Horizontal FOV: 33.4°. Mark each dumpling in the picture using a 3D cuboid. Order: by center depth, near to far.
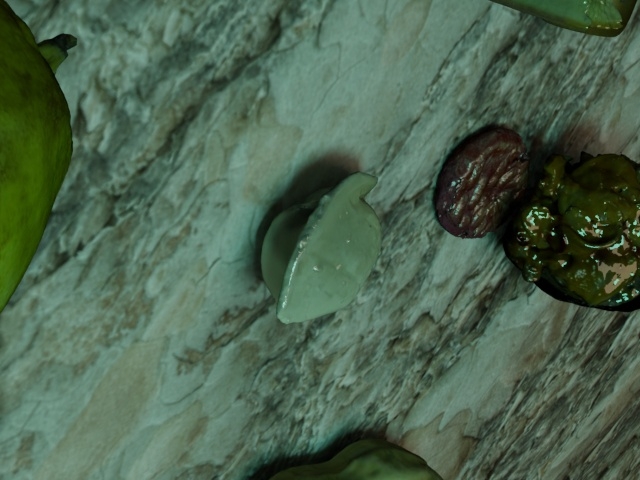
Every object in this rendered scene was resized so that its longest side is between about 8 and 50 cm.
[{"bbox_3d":[0.001,0.000,1.106,0.176,0.092,0.150,-24,135,-31],"label":"dumpling"}]

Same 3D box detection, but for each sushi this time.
[{"bbox_3d":[0.348,-0.014,1.347,0.204,0.213,0.200,10,93,-74],"label":"sushi"}]

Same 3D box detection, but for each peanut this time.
[{"bbox_3d":[0.037,0.333,1.345,0.313,0.152,0.152,-4,121,-38],"label":"peanut"}]

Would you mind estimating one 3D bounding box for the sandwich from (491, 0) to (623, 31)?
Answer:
[{"bbox_3d":[0.195,-0.278,1.020,0.220,0.186,0.108,-1,116,-42],"label":"sandwich"}]

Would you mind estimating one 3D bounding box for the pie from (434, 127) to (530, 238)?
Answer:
[{"bbox_3d":[0.199,-0.068,1.290,0.154,0.036,0.154,-25,133,-30],"label":"pie"}]

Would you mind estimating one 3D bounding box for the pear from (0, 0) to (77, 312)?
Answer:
[{"bbox_3d":[-0.296,-0.044,0.662,0.375,0.287,0.287,-41,140,-35],"label":"pear"}]

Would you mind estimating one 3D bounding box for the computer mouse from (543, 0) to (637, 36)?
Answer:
[{"bbox_3d":[0.318,-0.291,1.234,0.199,0.045,0.102,-1,116,-44],"label":"computer mouse"}]
